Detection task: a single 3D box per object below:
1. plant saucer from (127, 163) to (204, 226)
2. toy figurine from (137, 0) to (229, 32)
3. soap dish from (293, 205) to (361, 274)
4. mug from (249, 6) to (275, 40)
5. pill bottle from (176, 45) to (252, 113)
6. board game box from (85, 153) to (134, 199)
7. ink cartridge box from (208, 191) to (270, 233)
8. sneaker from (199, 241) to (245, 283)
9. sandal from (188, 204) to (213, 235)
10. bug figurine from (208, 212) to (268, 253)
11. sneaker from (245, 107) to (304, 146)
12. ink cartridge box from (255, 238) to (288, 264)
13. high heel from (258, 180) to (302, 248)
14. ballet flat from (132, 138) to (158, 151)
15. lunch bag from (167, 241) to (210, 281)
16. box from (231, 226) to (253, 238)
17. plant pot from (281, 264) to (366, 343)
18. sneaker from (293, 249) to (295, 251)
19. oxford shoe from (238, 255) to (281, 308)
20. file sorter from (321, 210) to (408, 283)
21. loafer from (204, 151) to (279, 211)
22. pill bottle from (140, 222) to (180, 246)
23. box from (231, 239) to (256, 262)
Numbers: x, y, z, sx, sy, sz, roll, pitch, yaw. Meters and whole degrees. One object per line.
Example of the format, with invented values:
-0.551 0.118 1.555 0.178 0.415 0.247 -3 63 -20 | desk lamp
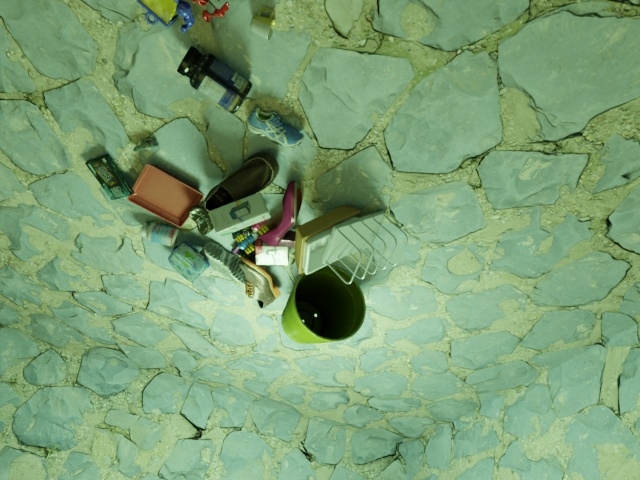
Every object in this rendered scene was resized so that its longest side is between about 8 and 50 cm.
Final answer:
-0.651 -0.195 1.942 0.259 0.047 0.259 30 134 -22 | plant saucer
-0.467 -0.695 1.280 0.363 0.191 0.217 36 136 -25 | toy figurine
0.022 -0.006 1.886 0.291 0.118 0.228 -26 146 -27 | soap dish
-0.173 -0.649 1.375 0.064 0.078 0.062 21 169 0 | mug
-0.342 -0.521 1.483 0.219 0.122 0.123 31 133 -22 | pill bottle
-0.870 -0.258 1.892 0.126 0.026 0.186 -8 123 28 | board game box
-0.311 -0.099 1.794 0.213 0.093 0.154 -20 177 -3 | ink cartridge box
-0.464 0.112 2.222 0.115 0.105 0.281 -19 124 46 | sneaker
-0.523 -0.097 2.002 0.090 0.060 0.219 -34 153 -5 | sandal
-0.339 -0.091 1.947 0.216 0.072 0.278 -30 103 22 | bug figurine
-0.156 -0.397 1.615 0.211 0.080 0.081 17 140 -11 | sneaker
-0.219 0.052 2.094 0.151 0.063 0.109 1 125 -1 | ink cartridge box
-0.179 -0.106 1.908 0.182 0.127 0.377 13 133 5 | high heel
-0.677 -0.372 1.770 0.115 0.041 0.041 -8 135 17 | ballet flat
-0.628 0.099 2.169 0.176 0.090 0.219 44 148 -9 | lunch bag
-0.348 -0.043 2.042 0.084 0.062 0.052 0 135 9 | box
-0.025 0.349 2.236 0.367 0.366 0.353 23 148 -15 | plant pot
-0.096 0.024 2.087 0.069 0.038 0.098 -11 134 22 | sneaker
-0.310 0.212 2.211 0.130 0.132 0.363 29 158 39 | oxford shoe
0.180 0.031 1.830 0.278 0.173 0.192 -18 141 -36 | file sorter
-0.309 -0.203 1.774 0.366 0.130 0.133 -34 107 26 | loafer
-0.737 -0.030 2.105 0.160 0.087 0.087 14 137 -6 | pill bottle
-0.324 0.048 2.161 0.162 0.029 0.116 29 134 -19 | box
